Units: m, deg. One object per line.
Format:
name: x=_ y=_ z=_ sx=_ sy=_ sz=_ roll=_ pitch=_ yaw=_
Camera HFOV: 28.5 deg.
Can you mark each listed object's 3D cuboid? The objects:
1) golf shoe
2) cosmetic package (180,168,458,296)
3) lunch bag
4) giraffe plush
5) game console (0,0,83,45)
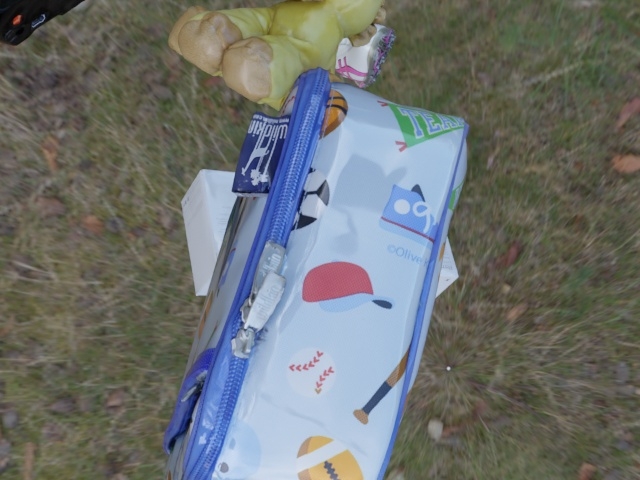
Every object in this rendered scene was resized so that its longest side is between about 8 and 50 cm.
golf shoe: x=0.036 y=-0.226 z=1.502 sx=0.086 sy=0.186 sz=0.067 roll=26 pitch=86 yaw=-6
cosmetic package: x=0.000 y=0.000 z=1.133 sx=0.239 sy=0.060 sz=0.098 roll=4 pitch=57 yaw=-27
lunch bag: x=-0.017 y=0.057 z=0.699 sx=0.115 sy=0.303 sz=0.243 roll=19 pitch=70 yaw=-3
giraffe plush: x=-0.009 y=-0.197 z=1.134 sx=0.181 sy=0.210 sz=0.170 roll=35 pitch=98 yaw=36
game console: x=-0.193 y=-0.258 z=0.842 sx=0.213 sy=0.044 sz=0.361 roll=33 pitch=45 yaw=9
